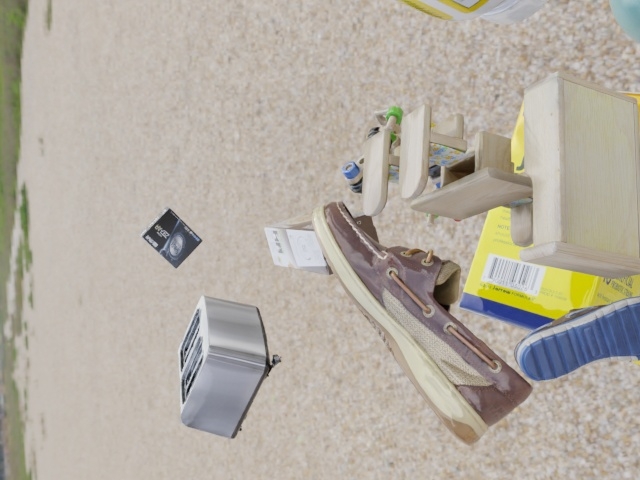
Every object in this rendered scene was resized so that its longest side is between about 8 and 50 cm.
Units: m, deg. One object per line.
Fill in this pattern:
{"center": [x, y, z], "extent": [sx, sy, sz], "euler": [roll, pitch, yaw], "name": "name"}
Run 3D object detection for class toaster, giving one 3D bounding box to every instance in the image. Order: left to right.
{"center": [-0.155, 0.193, 1.109], "extent": [0.186, 0.110, 0.168], "euler": [-64, 24, 23], "name": "toaster"}

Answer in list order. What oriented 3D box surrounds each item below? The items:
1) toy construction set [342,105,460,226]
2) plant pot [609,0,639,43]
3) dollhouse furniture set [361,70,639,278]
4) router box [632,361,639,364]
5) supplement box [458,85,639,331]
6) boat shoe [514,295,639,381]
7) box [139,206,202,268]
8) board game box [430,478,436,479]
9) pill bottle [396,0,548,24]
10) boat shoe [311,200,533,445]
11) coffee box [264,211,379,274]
{"center": [0.228, -0.204, 1.664], "extent": [0.257, 0.309, 0.237], "euler": [-37, 25, 47], "name": "toy construction set"}
{"center": [0.623, -0.442, 1.137], "extent": [0.235, 0.293, 0.293], "euler": [173, 93, -73], "name": "plant pot"}
{"center": [0.186, -0.036, 0.694], "extent": [0.242, 0.212, 0.161], "euler": [-24, 59, 62], "name": "dollhouse furniture set"}
{"center": [0.784, 0.212, 1.591], "extent": [0.133, 0.046, 0.179], "euler": [18, 118, 27], "name": "router box"}
{"center": [0.383, -0.026, 1.048], "extent": [0.195, 0.194, 0.356], "euler": [16, 87, 41], "name": "supplement box"}
{"center": [0.293, 0.094, 0.738], "extent": [0.066, 0.183, 0.066], "euler": [-78, -27, -82], "name": "boat shoe"}
{"center": [-0.249, -0.005, 1.159], "extent": [0.083, 0.067, 0.018], "euler": [49, 167, -28], "name": "box"}
{"center": [0.051, 0.473, 0.533], "extent": [0.356, 0.356, 0.356], "euler": [53, -167, -44], "name": "board game box"}
{"center": [0.115, -0.350, 0.745], "extent": [0.188, 0.334, 0.188], "euler": [-11, 75, 50], "name": "pill bottle"}
{"center": [0.115, 0.067, 0.824], "extent": [0.342, 0.123, 0.123], "euler": [55, -174, 30], "name": "boat shoe"}
{"center": [0.000, 0.000, 1.522], "extent": [0.246, 0.141, 0.098], "euler": [6, 114, 61], "name": "coffee box"}
